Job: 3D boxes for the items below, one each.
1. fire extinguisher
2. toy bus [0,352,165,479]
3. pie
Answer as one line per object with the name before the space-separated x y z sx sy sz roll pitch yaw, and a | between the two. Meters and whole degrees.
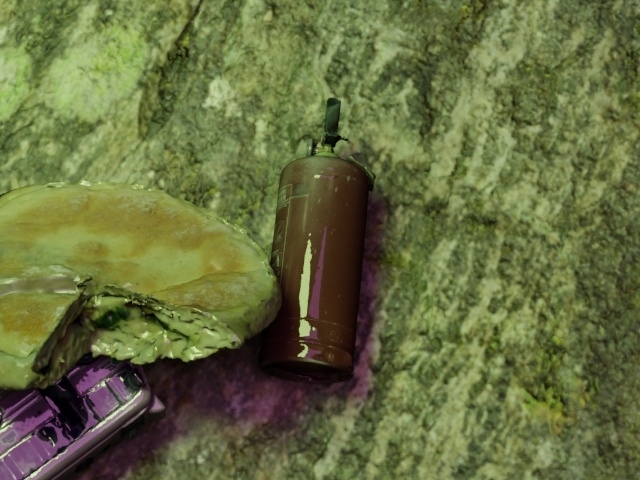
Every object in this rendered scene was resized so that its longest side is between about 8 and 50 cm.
fire extinguisher | 0.000 0.000 1.265 0.105 0.105 0.269 8 71 -5
toy bus | -0.244 0.169 1.182 0.199 0.096 0.108 -36 79 -16
pie | -0.202 0.036 1.174 0.337 0.075 0.337 3 29 -2
